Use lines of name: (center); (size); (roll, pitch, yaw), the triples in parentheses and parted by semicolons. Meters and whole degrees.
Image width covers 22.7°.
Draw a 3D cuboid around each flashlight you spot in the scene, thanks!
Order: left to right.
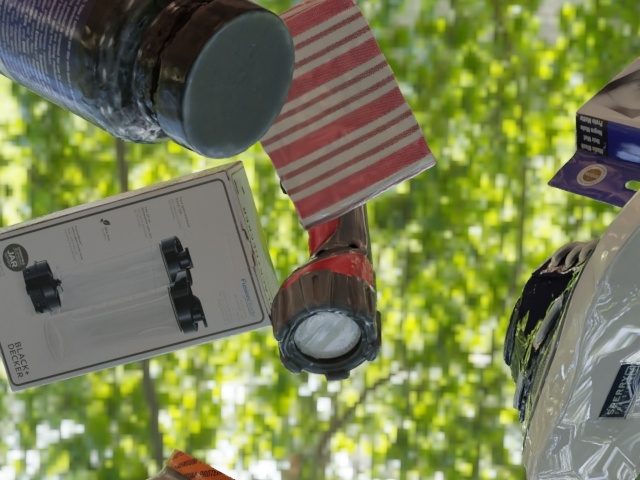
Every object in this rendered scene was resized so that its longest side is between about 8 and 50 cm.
flashlight: (0.000, 0.000, 1.533); (0.103, 0.103, 0.304); (36, -153, -28)

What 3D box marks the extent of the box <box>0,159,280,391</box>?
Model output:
box: (-0.198, 0.037, 1.644); (0.290, 0.169, 0.087); (-16, -173, 11)

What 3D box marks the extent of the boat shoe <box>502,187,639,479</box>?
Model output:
boat shoe: (0.219, 0.031, 1.191); (0.127, 0.340, 0.158); (7, -140, -17)

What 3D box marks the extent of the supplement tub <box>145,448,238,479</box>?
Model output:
supplement tub: (-0.196, 0.442, 2.053); (0.194, 0.316, 0.193); (26, 170, 5)

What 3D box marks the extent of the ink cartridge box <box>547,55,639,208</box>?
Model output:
ink cartridge box: (0.350, -0.110, 1.470); (0.224, 0.045, 0.223); (-42, -143, -22)

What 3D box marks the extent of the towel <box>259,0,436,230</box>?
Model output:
towel: (0.005, -0.125, 1.501); (0.144, 0.197, 0.029); (-27, 177, -3)

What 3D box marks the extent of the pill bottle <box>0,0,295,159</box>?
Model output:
pill bottle: (-0.126, -0.132, 0.974); (0.219, 0.122, 0.123); (29, -158, 34)
